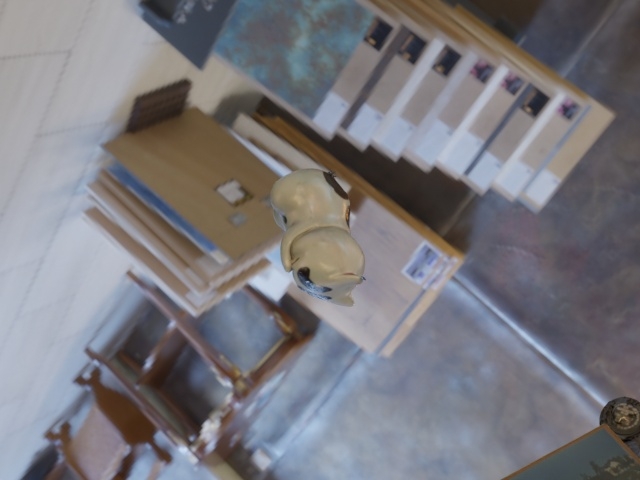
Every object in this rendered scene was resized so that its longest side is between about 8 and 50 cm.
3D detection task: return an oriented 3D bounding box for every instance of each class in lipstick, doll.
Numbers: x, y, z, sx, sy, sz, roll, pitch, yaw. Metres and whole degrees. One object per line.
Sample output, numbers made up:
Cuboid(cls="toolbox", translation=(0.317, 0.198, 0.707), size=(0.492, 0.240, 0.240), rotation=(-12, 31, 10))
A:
Cuboid(cls="lipstick", translation=(0.517, 0.335, 1.488), size=(0.081, 0.081, 0.299), rotation=(-48, 135, -2))
Cuboid(cls="doll", translation=(-0.004, -0.005, 1.229), size=(0.106, 0.181, 0.110), rotation=(-12, 155, -4))

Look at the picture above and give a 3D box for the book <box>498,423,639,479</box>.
Cuboid(cls="book", translation=(0.407, 0.406, 1.159), size=(0.262, 0.374, 0.028), rotation=(-14, 140, -38))
